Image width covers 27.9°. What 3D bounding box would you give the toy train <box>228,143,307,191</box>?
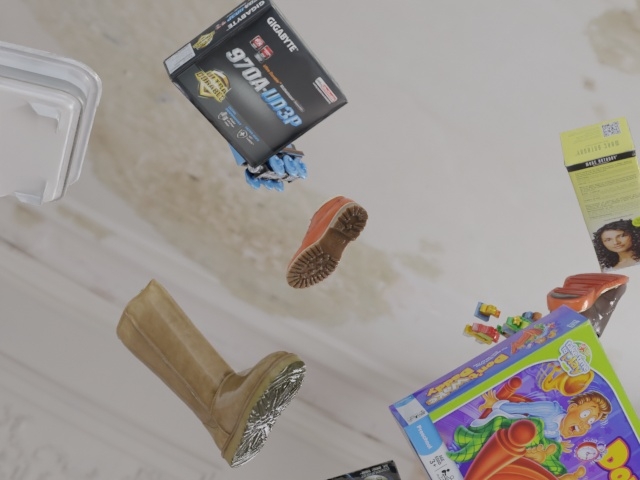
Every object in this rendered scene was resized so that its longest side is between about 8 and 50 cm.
[{"bbox_3d":[-0.089,-0.149,2.304,0.080,0.105,0.184,-27,-11,22],"label":"toy train"}]

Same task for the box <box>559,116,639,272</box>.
[{"bbox_3d":[0.366,-0.052,1.610,0.087,0.058,0.232,-15,-41,16],"label":"box"}]

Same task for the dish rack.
[{"bbox_3d":[-0.465,-0.155,1.792,0.285,0.072,0.333,12,-30,-12],"label":"dish rack"}]

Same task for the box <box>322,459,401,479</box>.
[{"bbox_3d":[0.048,0.379,1.572,0.077,0.147,0.180,-108,-177,-72],"label":"box"}]

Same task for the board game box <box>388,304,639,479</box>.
[{"bbox_3d":[0.261,0.281,1.446,0.347,0.233,0.078,61,-4,-14],"label":"board game box"}]

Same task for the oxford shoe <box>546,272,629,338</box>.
[{"bbox_3d":[0.469,0.117,2.266,0.097,0.271,0.098,3,-77,36],"label":"oxford shoe"}]

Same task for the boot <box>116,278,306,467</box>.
[{"bbox_3d":[-0.162,0.155,1.779,0.269,0.089,0.236,47,-50,21],"label":"boot"}]

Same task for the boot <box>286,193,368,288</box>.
[{"bbox_3d":[0.000,0.000,1.911,0.059,0.158,0.084,39,4,-32],"label":"boot"}]

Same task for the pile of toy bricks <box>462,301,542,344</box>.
[{"bbox_3d":[0.400,0.182,2.554,0.212,0.118,0.105,28,-20,-17],"label":"pile of toy bricks"}]

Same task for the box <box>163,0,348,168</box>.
[{"bbox_3d":[-0.089,-0.224,1.821,0.220,0.175,0.051,48,11,-43],"label":"box"}]
